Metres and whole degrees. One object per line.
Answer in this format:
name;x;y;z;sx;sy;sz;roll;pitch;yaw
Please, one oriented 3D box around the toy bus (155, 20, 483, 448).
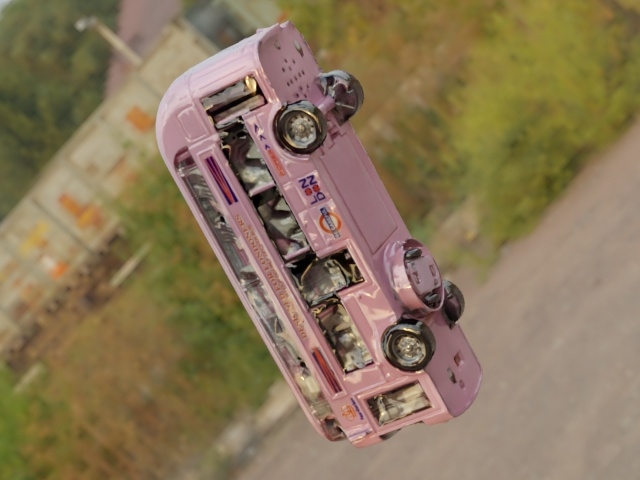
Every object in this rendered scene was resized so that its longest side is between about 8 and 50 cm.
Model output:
toy bus;0.000;0.000;0.914;0.090;0.203;0.063;-24;11;28
